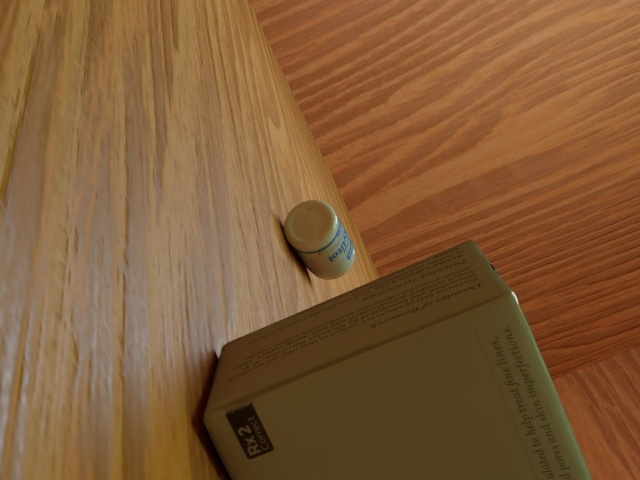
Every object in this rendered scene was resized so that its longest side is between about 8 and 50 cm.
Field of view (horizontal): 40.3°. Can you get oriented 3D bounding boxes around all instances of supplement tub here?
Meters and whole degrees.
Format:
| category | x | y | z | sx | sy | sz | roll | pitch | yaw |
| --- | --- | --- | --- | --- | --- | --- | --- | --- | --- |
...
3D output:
| category | x | y | z | sx | sy | sz | roll | pitch | yaw |
| --- | --- | --- | --- | --- | --- | --- | --- | --- | --- |
| supplement tub | 0.000 | 0.000 | 1.124 | 0.107 | 0.071 | 0.071 | 55 | 13 | -60 |

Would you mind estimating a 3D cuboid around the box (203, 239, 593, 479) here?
| category | x | y | z | sx | sy | sz | roll | pitch | yaw |
| --- | --- | --- | --- | --- | --- | --- | --- | --- | --- |
| box | 0.051 | 0.124 | 0.522 | 0.119 | 0.182 | 0.180 | -94 | 160 | -76 |
